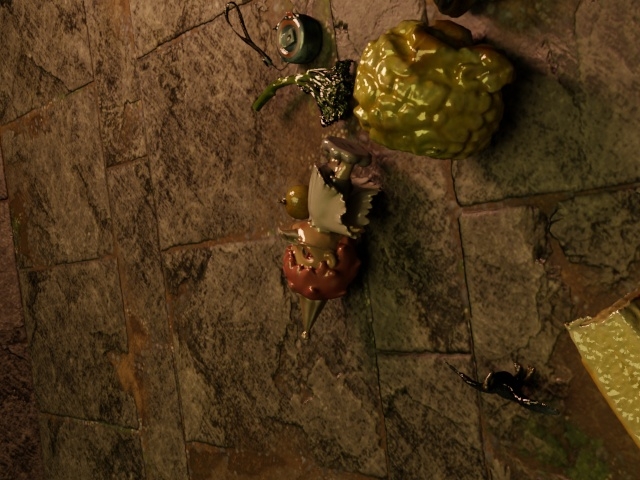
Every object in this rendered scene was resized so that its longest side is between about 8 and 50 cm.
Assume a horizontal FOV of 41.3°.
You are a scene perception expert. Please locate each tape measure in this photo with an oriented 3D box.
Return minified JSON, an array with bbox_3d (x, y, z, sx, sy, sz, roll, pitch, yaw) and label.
[{"bbox_3d":[-0.092,-0.401,1.636,0.107,0.180,0.104,-20,65,50],"label":"tape measure"}]

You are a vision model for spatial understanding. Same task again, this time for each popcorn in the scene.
[{"bbox_3d":[0.183,-0.239,1.318,0.252,0.206,0.236,-29,59,36],"label":"popcorn"}]

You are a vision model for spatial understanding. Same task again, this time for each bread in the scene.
[{"bbox_3d":[0.439,0.158,1.026,0.111,0.239,0.246,-43,73,38],"label":"bread"}]

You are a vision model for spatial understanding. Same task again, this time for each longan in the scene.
[{"bbox_3d":[-0.045,-0.077,1.693,0.075,0.083,0.075,-177,90,-87],"label":"longan"}]

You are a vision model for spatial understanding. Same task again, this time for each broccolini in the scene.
[{"bbox_3d":[-0.035,-0.269,1.666,0.272,0.062,0.123,-6,76,44],"label":"broccolini"}]

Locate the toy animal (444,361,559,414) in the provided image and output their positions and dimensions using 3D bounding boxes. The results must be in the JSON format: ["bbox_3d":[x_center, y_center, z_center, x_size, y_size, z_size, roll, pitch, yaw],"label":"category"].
[{"bbox_3d":[0.291,0.228,1.328,0.220,0.108,0.062,16,102,45],"label":"toy animal"}]

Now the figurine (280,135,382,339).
[{"bbox_3d":[0.000,0.000,1.590,0.207,0.166,0.386,51,130,54],"label":"figurine"}]

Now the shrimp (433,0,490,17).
[{"bbox_3d":[0.281,-0.529,1.231,0.221,0.110,0.445,54,129,37],"label":"shrimp"}]
